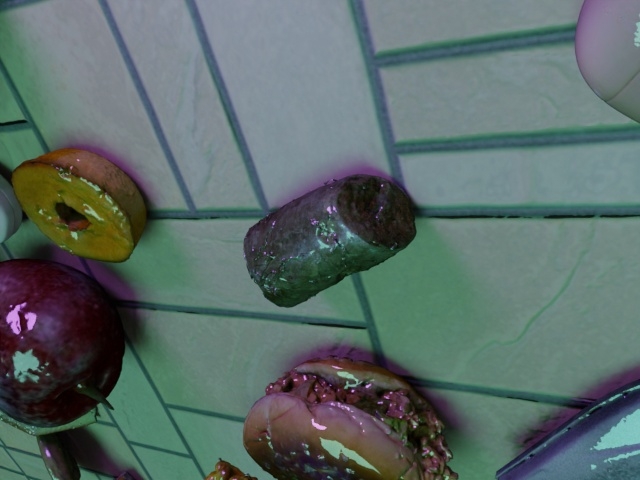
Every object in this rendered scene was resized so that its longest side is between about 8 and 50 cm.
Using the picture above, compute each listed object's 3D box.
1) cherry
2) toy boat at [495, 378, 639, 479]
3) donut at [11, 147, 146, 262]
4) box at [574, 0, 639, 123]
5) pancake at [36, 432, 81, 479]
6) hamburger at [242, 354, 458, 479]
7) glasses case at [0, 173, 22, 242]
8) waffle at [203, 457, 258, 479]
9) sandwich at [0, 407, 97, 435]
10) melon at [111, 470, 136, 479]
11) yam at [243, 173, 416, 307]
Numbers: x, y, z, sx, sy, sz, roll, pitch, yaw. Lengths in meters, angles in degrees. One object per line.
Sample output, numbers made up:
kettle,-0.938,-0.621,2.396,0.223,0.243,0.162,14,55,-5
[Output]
cherry,-0.405,0.138,0.897,0.300,0.203,0.230,32,142,16
toy boat,0.318,0.221,0.631,0.141,0.092,0.319,35,127,2
donut,-0.296,-0.046,0.788,0.178,0.065,0.162,12,134,20
box,0.249,-0.156,0.370,0.146,0.088,0.200,32,133,5
pancake,-0.534,0.468,1.296,0.242,0.050,0.242,45,147,40
hamburger,0.041,0.266,0.791,0.286,0.146,0.243,9,135,22
glasses case,-0.549,-0.107,0.874,0.296,0.075,0.113,36,133,-1
waffle,-0.002,0.396,0.868,0.259,0.069,0.293,16,165,44
sandwich,-0.555,0.293,1.184,0.258,0.096,0.094,20,127,12
melon,-0.407,0.542,1.312,0.202,0.093,0.139,35,171,-40
yam,0.000,0.000,0.631,0.183,0.107,0.107,-28,108,38
